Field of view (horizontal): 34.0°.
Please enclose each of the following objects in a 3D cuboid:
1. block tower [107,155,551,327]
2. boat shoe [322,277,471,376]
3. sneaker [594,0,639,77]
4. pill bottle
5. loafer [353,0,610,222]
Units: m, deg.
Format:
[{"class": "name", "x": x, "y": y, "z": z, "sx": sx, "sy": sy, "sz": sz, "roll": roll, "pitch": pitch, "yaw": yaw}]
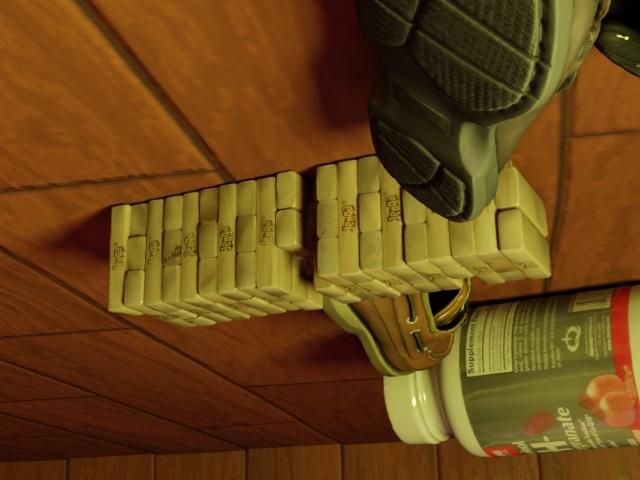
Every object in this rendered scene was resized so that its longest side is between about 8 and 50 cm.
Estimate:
[{"class": "block tower", "x": 0.000, "y": 0.000, "z": 0.810, "sx": 0.335, "sy": 0.091, "sz": 0.097, "roll": -9, "pitch": 161, "yaw": 23}, {"class": "boat shoe", "x": 0.092, "y": 0.063, "z": 0.992, "sx": 0.104, "sy": 0.110, "sz": 0.307, "roll": -7, "pitch": 163, "yaw": 20}, {"class": "sneaker", "x": 0.213, "y": -0.122, "z": 0.454, "sx": 0.106, "sy": 0.078, "sz": 0.234, "roll": 8, "pitch": 163, "yaw": -36}, {"class": "pill bottle", "x": 0.241, "y": 0.156, "z": 1.202, "sx": 0.319, "sy": 0.176, "sz": 0.176, "roll": -11, "pitch": 161, "yaw": 26}, {"class": "loafer", "x": 0.081, "y": -0.104, "z": 0.514, "sx": 0.109, "sy": 0.095, "sz": 0.302, "roll": 40, "pitch": 166, "yaw": 12}]
